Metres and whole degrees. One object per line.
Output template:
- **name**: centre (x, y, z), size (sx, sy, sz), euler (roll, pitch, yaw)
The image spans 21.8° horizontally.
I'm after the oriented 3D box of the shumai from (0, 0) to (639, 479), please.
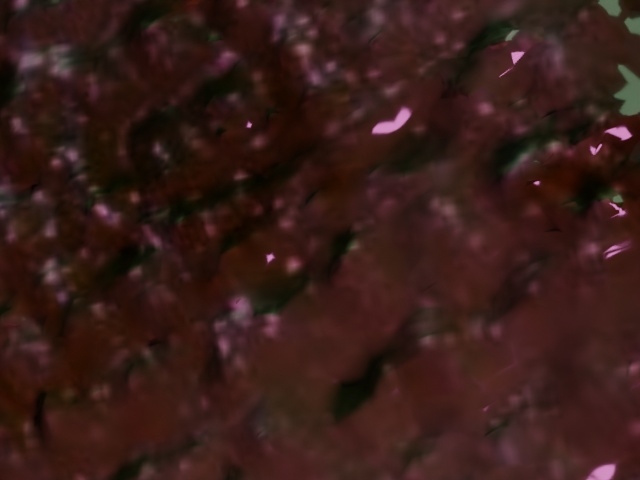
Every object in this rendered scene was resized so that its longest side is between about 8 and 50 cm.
- **shumai**: centre (0.000, 0.000, 0.582), size (0.323, 0.324, 0.397), euler (1, 76, -69)
